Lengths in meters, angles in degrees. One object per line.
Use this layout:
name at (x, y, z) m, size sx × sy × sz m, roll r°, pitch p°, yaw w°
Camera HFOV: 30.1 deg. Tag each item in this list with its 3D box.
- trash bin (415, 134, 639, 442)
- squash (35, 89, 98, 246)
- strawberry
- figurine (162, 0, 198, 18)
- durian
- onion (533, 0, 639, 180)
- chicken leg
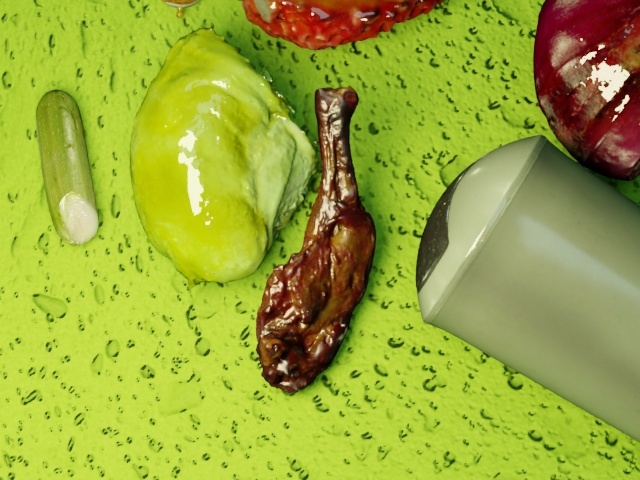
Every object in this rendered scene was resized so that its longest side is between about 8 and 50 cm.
trash bin at (0.332, 0.065, 1.503) m, size 0.432 × 0.280 × 0.280 m, roll 32°, pitch 72°, yaw 5°
squash at (-0.350, -0.101, 1.637) m, size 0.069 × 0.069 × 0.239 m, roll -11°, pitch 70°, yaw -6°
strawberry at (0.035, -0.381, 1.724) m, size 0.336 × 0.149 × 0.265 m, roll 0°, pitch 63°, yaw -13°
figurine at (-0.210, -0.401, 1.757) m, size 0.101 × 0.068 × 0.143 m, roll -20°, pitch 60°, yaw -13°
durian at (-0.135, -0.110, 1.581) m, size 0.255 × 0.204 × 0.340 m, roll 30°, pitch 68°, yaw -5°
onion at (0.418, -0.265, 1.614) m, size 0.260 × 0.282 × 0.337 m, roll 40°, pitch 74°, yaw 8°
chicken leg at (0.000, 0.000, 1.570) m, size 0.095 × 0.158 × 0.407 m, roll 11°, pitch 88°, yaw 44°
